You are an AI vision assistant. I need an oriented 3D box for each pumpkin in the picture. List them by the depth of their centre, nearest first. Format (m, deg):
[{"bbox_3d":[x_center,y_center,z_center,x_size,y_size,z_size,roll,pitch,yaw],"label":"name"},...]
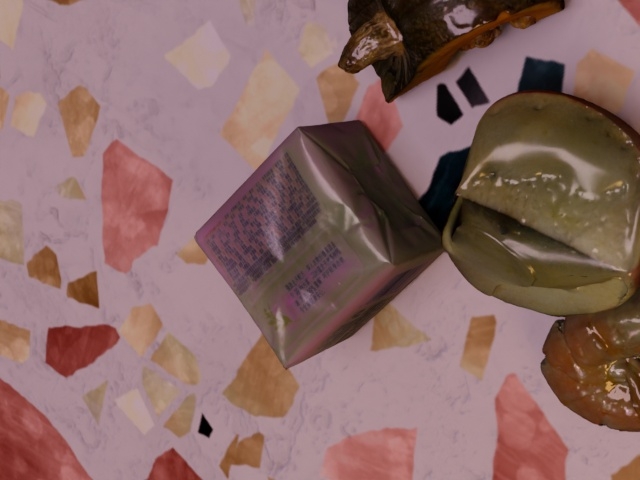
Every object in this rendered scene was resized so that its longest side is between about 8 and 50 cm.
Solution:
[{"bbox_3d":[0.099,-0.229,1.319,0.248,0.126,0.131,-29,81,37],"label":"pumpkin"}]

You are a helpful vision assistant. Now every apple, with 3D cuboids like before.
[{"bbox_3d":[0.217,-0.033,1.253,0.188,0.174,0.207,17,109,10],"label":"apple"}]

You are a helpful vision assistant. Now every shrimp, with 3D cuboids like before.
[{"bbox_3d":[0.325,0.095,1.272,0.267,0.061,0.145,-37,87,32],"label":"shrimp"}]

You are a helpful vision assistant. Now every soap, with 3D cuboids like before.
[{"bbox_3d":[0.000,0.000,1.432,0.199,0.138,0.182,-45,75,33],"label":"soap"}]
